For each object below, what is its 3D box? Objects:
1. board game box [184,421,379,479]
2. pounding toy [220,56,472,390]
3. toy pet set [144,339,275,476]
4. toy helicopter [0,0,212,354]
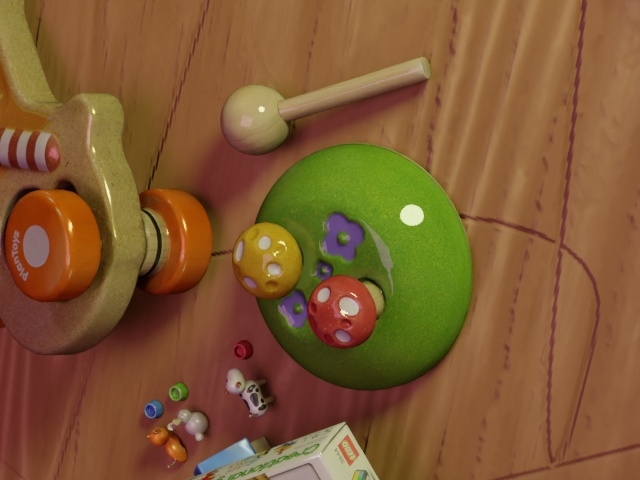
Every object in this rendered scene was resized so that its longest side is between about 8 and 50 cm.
[{"bbox_3d":[0.010,0.297,1.282,0.193,0.053,0.305,-25,100,33],"label":"board game box"},{"bbox_3d":[0.000,0.000,1.245,0.183,0.110,0.237,-7,95,33],"label":"pounding toy"},{"bbox_3d":[-0.089,0.156,1.355,0.122,0.065,0.114,-37,78,32],"label":"toy pet set"},{"bbox_3d":[-0.242,-0.076,1.400,0.235,0.140,0.355,-32,70,41],"label":"toy helicopter"}]
